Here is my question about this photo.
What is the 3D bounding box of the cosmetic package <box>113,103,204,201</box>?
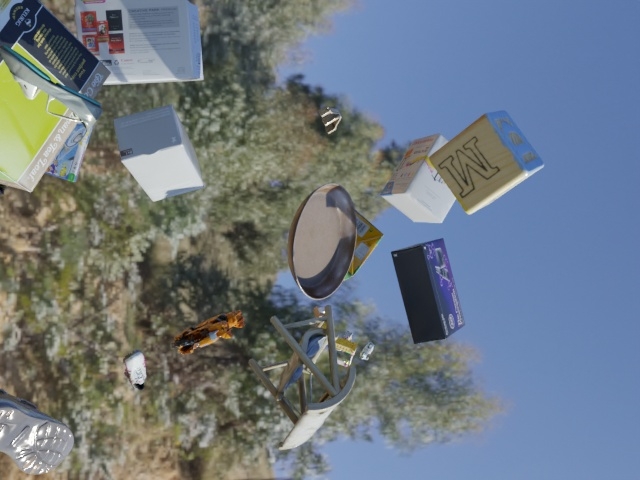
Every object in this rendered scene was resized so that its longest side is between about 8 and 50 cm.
[{"bbox_3d":[-0.330,-0.176,1.429,0.238,0.127,0.107,89,-14,-71],"label":"cosmetic package"}]

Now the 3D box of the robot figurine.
[{"bbox_3d":[-0.449,0.364,2.691,0.291,0.211,0.085,-23,-83,26],"label":"robot figurine"}]

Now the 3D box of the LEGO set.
[{"bbox_3d":[0.054,0.377,2.590,0.287,0.132,0.107,34,-48,25],"label":"LEGO set"}]

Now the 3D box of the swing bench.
[{"bbox_3d":[-0.038,0.337,1.672,0.254,0.165,0.253,66,-32,26],"label":"swing bench"}]

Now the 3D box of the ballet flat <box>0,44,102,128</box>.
[{"bbox_3d":[-0.516,-0.281,1.293,0.068,0.213,0.072,-57,-148,2],"label":"ballet flat"}]

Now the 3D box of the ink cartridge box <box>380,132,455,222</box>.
[{"bbox_3d":[0.345,-0.197,2.209,0.232,0.168,0.171,-58,-161,-11],"label":"ink cartridge box"}]

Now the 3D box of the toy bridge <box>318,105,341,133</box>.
[{"bbox_3d":[0.036,-0.404,2.257,0.026,0.063,0.188,60,2,12],"label":"toy bridge"}]

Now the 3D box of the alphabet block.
[{"bbox_3d":[0.443,-0.210,1.829,0.197,0.192,0.193,-38,-100,31],"label":"alphabet block"}]

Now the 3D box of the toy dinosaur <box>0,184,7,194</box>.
[{"bbox_3d":[-0.998,-0.154,1.897,0.164,0.218,0.322,-56,-152,12],"label":"toy dinosaur"}]

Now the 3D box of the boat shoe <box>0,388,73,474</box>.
[{"bbox_3d":[-0.615,0.375,1.393,0.116,0.123,0.324,32,-23,29],"label":"boat shoe"}]

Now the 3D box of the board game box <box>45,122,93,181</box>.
[{"bbox_3d":[-0.726,-0.280,1.925,0.035,0.136,0.201,-142,-110,-80],"label":"board game box"}]

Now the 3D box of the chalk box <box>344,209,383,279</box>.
[{"bbox_3d":[0.045,0.021,2.229,0.179,0.180,0.289,-51,-177,-20],"label":"chalk box"}]

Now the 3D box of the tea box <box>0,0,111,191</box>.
[{"bbox_3d":[-0.680,-0.329,1.414,0.220,0.323,0.329,13,-113,37],"label":"tea box"}]

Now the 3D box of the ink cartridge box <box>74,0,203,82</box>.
[{"bbox_3d":[-0.489,-0.567,1.861,0.130,0.310,0.271,-78,166,-79],"label":"ink cartridge box"}]

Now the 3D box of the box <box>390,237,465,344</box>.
[{"bbox_3d":[0.302,0.136,1.909,0.103,0.184,0.261,-15,-91,31],"label":"box"}]

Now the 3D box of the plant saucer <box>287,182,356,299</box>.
[{"bbox_3d":[0.000,0.000,1.814,0.050,0.311,0.310,11,-79,31],"label":"plant saucer"}]

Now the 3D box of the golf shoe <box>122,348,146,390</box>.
[{"bbox_3d":[-0.593,0.420,2.231,0.086,0.067,0.186,48,-31,22],"label":"golf shoe"}]
